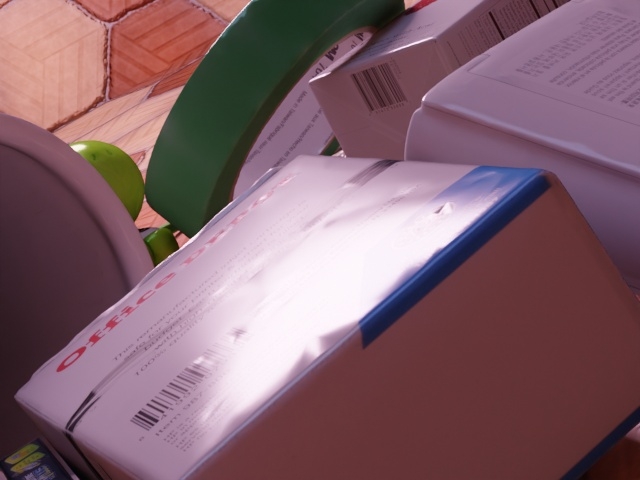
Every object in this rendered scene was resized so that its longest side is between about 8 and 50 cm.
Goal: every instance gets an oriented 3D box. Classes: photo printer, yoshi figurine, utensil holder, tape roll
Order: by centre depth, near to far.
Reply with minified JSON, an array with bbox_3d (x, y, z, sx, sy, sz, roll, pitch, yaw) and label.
[{"bbox_3d":[0.251,-0.059,1.326,0.307,0.107,0.256,21,38,34],"label":"photo printer"},{"bbox_3d":[-0.376,0.107,1.693,0.385,0.328,0.327,-23,14,36],"label":"utensil holder"},{"bbox_3d":[-0.042,-0.136,1.974,0.321,0.077,0.321,-48,-15,-17],"label":"tape roll"},{"bbox_3d":[-0.287,-0.017,2.112,0.362,0.203,0.203,-5,49,47],"label":"yoshi figurine"}]

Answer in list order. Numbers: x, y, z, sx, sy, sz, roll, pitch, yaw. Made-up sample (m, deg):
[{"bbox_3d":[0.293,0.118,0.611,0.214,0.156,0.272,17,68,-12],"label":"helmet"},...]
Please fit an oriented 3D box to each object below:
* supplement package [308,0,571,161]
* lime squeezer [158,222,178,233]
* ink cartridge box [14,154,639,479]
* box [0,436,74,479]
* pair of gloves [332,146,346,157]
[{"bbox_3d":[0.165,-0.162,1.930,0.177,0.175,0.293,-15,18,45],"label":"supplement package"},{"bbox_3d":[-0.216,0.020,2.259,0.110,0.059,0.310,-27,13,6],"label":"lime squeezer"},{"bbox_3d":[-0.002,0.093,1.274,0.285,0.166,0.395,-40,17,-14],"label":"ink cartridge box"},{"bbox_3d":[-0.161,0.208,1.333,0.036,0.114,0.207,-30,14,-12],"label":"box"},{"bbox_3d":[0.044,-0.090,2.192,0.204,0.042,0.240,-37,14,-20],"label":"pair of gloves"}]
